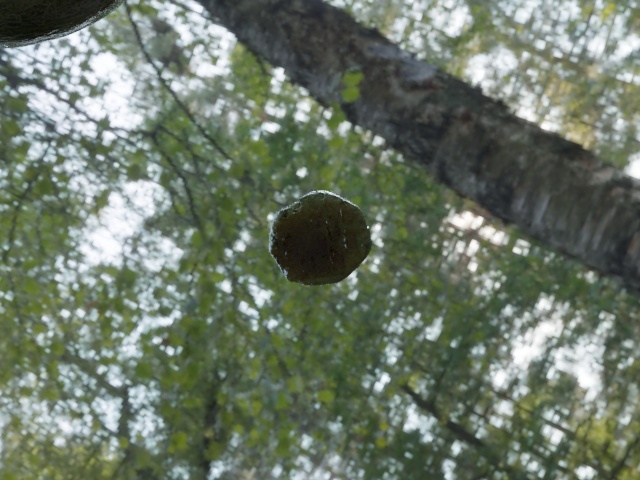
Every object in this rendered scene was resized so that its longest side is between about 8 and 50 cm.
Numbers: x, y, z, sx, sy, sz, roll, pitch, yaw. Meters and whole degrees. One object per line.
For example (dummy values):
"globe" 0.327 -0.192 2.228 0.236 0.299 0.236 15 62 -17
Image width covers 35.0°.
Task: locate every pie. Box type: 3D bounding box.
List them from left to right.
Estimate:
"pie" 0.000 0.000 0.817 0.020 0.084 0.084 -78 2 -72

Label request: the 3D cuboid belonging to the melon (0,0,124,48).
"melon" -0.190 -0.175 0.619 0.167 0.114 0.114 -12 -44 -5
